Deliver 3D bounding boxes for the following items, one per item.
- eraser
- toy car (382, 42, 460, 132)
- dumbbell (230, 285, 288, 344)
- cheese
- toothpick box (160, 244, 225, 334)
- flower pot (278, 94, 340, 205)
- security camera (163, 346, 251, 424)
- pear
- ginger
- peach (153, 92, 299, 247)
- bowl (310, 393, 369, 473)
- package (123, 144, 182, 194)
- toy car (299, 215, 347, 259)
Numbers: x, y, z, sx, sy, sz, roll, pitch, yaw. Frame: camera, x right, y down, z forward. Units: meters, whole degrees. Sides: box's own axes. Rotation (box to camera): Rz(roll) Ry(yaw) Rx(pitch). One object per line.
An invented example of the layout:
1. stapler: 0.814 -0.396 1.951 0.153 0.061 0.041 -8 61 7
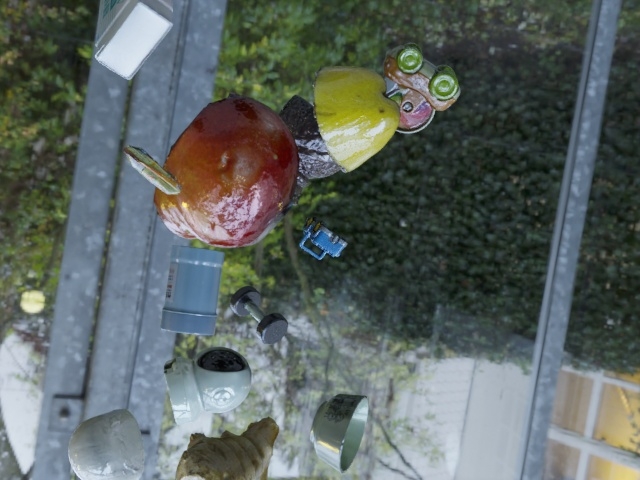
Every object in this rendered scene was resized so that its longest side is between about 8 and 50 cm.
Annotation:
1. eraser: -0.231 -0.301 0.852 0.052 0.095 0.225 29 -149 -36
2. toy car: 0.247 -0.404 1.865 0.235 0.235 0.145 10 -158 4
3. dumbbell: -0.189 0.226 2.090 0.100 0.100 0.191 8 -157 -46
4. cheese: -0.568 0.548 1.801 0.154 0.198 0.189 -28 158 17
5. toothpick box: -0.233 0.091 1.253 0.101 0.153 0.101 7 175 1
6. flower pot: -0.064 -0.266 2.111 0.266 0.267 0.266 39 -177 -3
7. security camera: -0.311 0.406 1.942 0.236 0.195 0.194 -11 -175 -8
8. pear: 0.105 -0.304 1.645 0.178 0.267 0.267 -5 174 31
9. ginger: -0.162 0.501 1.436 0.375 0.166 0.236 0 -131 -56
10. peach: -0.218 -0.152 1.750 0.310 0.406 0.335 36 -177 9
11. bowl: 0.044 0.503 1.836 0.112 0.212 0.211 15 -176 19
12. package: -0.274 -0.113 1.120 0.108 0.031 0.120 40 173 -12
13. toy car: 0.000 0.000 2.035 0.097 0.100 0.191 35 180 -20
